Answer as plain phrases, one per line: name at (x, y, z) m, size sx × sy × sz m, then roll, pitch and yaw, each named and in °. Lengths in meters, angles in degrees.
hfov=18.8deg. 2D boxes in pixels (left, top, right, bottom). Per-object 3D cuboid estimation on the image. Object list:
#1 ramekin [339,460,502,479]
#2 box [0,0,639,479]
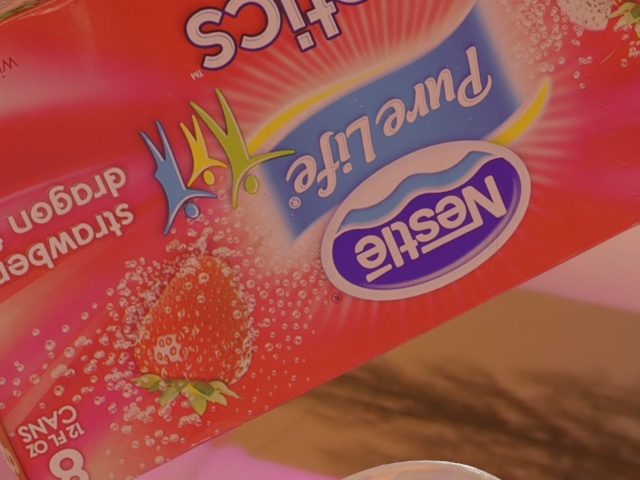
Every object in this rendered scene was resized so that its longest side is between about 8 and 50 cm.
ramekin at (0.071, 0.307, 1.416) m, size 0.273 × 0.273 × 0.127 m, roll -64°, pitch -34°, yaw -29°
box at (0.002, -0.042, 0.564) m, size 0.128 × 0.257 × 0.122 m, roll 67°, pitch 170°, yaw -13°
